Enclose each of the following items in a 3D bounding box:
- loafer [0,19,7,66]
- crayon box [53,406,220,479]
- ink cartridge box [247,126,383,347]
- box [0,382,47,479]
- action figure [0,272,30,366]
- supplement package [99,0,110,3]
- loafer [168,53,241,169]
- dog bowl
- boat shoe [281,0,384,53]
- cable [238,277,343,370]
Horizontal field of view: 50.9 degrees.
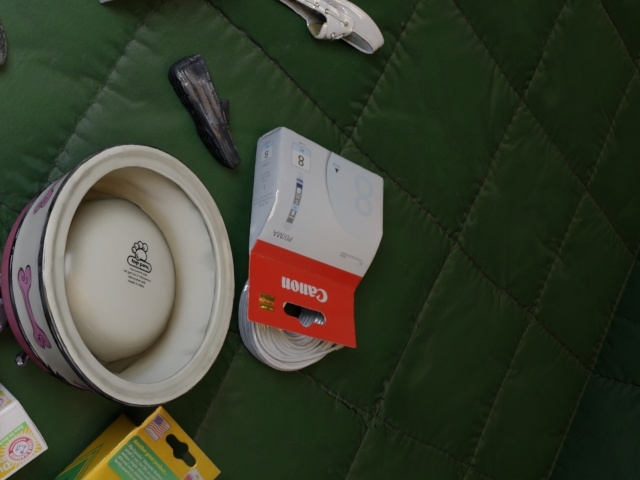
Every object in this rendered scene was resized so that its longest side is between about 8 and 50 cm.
[{"bbox_3d":[-0.537,-0.344,0.934,0.087,0.094,0.251,-24,134,5],"label":"loafer"},{"bbox_3d":[-0.363,0.464,1.202,0.323,0.083,0.203,-44,118,-22],"label":"crayon box"},{"bbox_3d":[0.000,0.000,1.372,0.308,0.091,0.385,22,60,-41],"label":"ink cartridge box"},{"bbox_3d":[-0.548,0.326,1.032,0.203,0.114,0.103,-36,120,-32],"label":"box"},{"bbox_3d":[-0.517,0.170,0.999,0.185,0.099,0.285,9,55,-14],"label":"action figure"},{"bbox_3d":[-0.281,-0.542,1.079,0.204,0.145,0.262,-30,117,-33],"label":"supplement package"},{"bbox_3d":[-0.199,-0.237,1.252,0.078,0.076,0.223,-36,116,-21],"label":"loafer"},{"bbox_3d":[-0.318,0.058,1.080,0.408,0.150,0.408,20,67,-57],"label":"dog bowl"},{"bbox_3d":[0.012,-0.455,1.385,0.277,0.098,0.096,29,79,-31],"label":"boat shoe"},{"bbox_3d":[-0.056,0.149,1.441,0.257,0.089,0.257,-25,113,-35],"label":"cable"}]
